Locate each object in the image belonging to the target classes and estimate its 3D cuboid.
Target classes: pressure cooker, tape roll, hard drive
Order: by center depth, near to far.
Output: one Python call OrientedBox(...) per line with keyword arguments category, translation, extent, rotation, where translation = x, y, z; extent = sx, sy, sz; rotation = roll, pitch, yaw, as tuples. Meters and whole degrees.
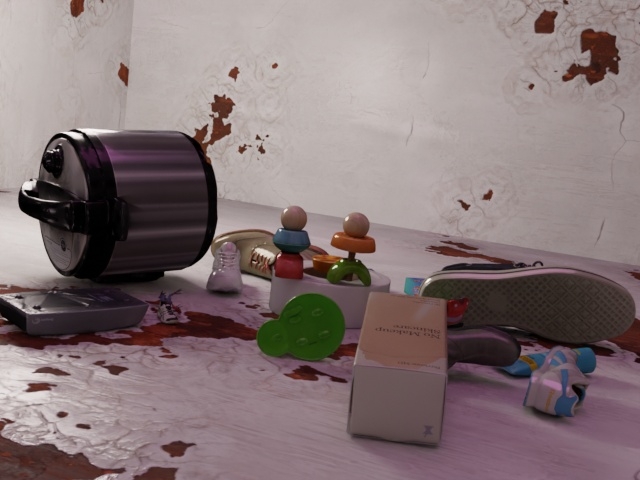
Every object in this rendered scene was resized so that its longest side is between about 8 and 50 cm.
OrientedBox(category="hard drive", translation=(-0.490, 0.137, 1.651), extent=(0.254, 0.054, 0.172), rotation=(-2, 12, -43))
OrientedBox(category="tape roll", translation=(0.021, 0.123, 1.976), extent=(0.286, 0.100, 0.286), rotation=(6, 9, -1))
OrientedBox(category="pressure cooker", translation=(-0.509, -0.093, 2.027), extent=(0.420, 0.376, 0.370), rotation=(-4, -28, -39))

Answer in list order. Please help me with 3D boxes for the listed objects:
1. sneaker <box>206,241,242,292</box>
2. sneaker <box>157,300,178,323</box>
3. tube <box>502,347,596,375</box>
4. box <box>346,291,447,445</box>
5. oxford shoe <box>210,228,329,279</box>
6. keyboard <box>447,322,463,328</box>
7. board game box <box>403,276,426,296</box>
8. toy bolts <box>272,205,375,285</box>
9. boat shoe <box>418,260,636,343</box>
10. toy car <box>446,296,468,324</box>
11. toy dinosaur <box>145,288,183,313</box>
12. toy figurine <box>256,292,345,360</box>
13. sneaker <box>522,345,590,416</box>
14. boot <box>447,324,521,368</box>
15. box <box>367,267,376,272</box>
OrientedBox(category="sneaker", translation=(-0.241, 0.064, 2.105), extent=(0.090, 0.115, 0.232), rotation=(5, 9, -12))
OrientedBox(category="sneaker", translation=(-0.322, 0.150, 1.749), extent=(0.032, 0.037, 0.083), rotation=(3, 11, -34))
OrientedBox(category="tube", translation=(0.452, 0.249, 1.678), extent=(0.207, 0.052, 0.080), rotation=(-2, 4, -17))
OrientedBox(category="box", translation=(0.132, 0.197, 1.355), extent=(0.148, 0.121, 0.311), rotation=(5, 17, 5))
OrientedBox(category="oxford shoe", translation=(-0.147, 0.045, 2.295), extent=(0.348, 0.123, 0.130), rotation=(7, 14, 11))
OrientedBox(category="keyboard", translation=(0.231, 0.203, 1.795), extent=(0.108, 0.023, 0.180), rotation=(-16, -9, 28))
OrientedBox(category="board game box", translation=(0.335, 0.145, 2.231), extent=(0.160, 0.047, 0.210), rotation=(4, 8, -17))
OrientedBox(category="toy bolts", translation=(0.000, 0.000, 1.904), extent=(0.228, 0.159, 0.218), rotation=(5, 9, -12))
OrientedBox(category="boat shoe", translation=(0.487, 0.135, 1.991), extent=(0.500, 0.187, 0.156), rotation=(3, 14, 11))
OrientedBox(category="toy car", translation=(0.247, 0.167, 1.848), extent=(0.239, 0.053, 0.225), rotation=(-15, -8, 29))
OrientedBox(category="toy dinosaur", translation=(-0.336, 0.144, 1.841), extent=(0.090, 0.047, 0.082), rotation=(-27, 23, -3))
OrientedBox(category="toy figurine", translation=(-0.041, 0.176, 1.661), extent=(0.173, 0.130, 0.159), rotation=(-18, -3, -4))
OrientedBox(category="sneaker", translation=(0.434, 0.258, 1.497), extent=(0.092, 0.087, 0.228), rotation=(18, 20, 24))
OrientedBox(category="boot", translation=(0.237, 0.225, 1.553), extent=(0.246, 0.083, 0.161), rotation=(9, 32, 20))
OrientedBox(category="box", translation=(0.131, 0.115, 2.254), extent=(0.059, 0.054, 0.169), rotation=(5, 8, -13))
